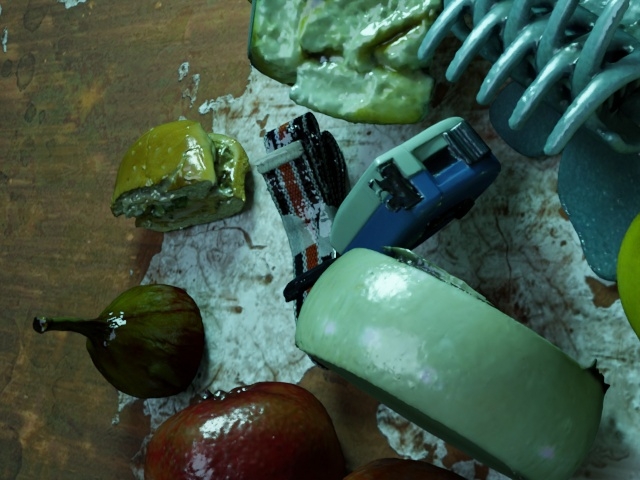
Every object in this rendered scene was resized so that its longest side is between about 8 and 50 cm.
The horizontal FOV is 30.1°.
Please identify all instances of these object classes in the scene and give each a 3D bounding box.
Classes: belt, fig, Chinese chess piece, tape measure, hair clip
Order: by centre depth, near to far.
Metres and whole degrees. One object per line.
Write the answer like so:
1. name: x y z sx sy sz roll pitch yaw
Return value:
1. Chinese chess piece: 0.142 0.139 1.317 0.349 0.349 0.146 24 80 45
2. hair clip: 0.289 -0.206 1.349 0.392 0.238 0.318 -58 45 17
3. tape measure: 0.088 -0.022 1.485 0.098 0.215 0.351 53 149 8
4. belt: 0.000 0.000 1.660 0.094 0.126 0.359 -23 69 28
5. fig: -0.300 0.168 1.799 0.191 0.290 0.190 7 104 29

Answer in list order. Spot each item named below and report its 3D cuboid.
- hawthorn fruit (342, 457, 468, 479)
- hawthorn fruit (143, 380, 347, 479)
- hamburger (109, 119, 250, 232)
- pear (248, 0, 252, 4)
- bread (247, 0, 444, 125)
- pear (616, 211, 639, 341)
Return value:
1. hawthorn fruit: 0.073 0.353 1.384 0.211 0.262 0.210 -10 75 43
2. hawthorn fruit: -0.091 0.342 1.567 0.265 0.265 0.307 -13 92 42
3. hamburger: -0.235 -0.110 1.892 0.283 0.144 0.156 -12 70 44
4. pear: -0.025 -0.431 1.741 0.188 0.211 0.228 41 96 23
5. bread: 0.039 -0.350 1.525 0.264 0.239 0.395 9 103 5
6. pear: 0.447 0.056 1.152 0.386 0.191 0.340 22 94 45
